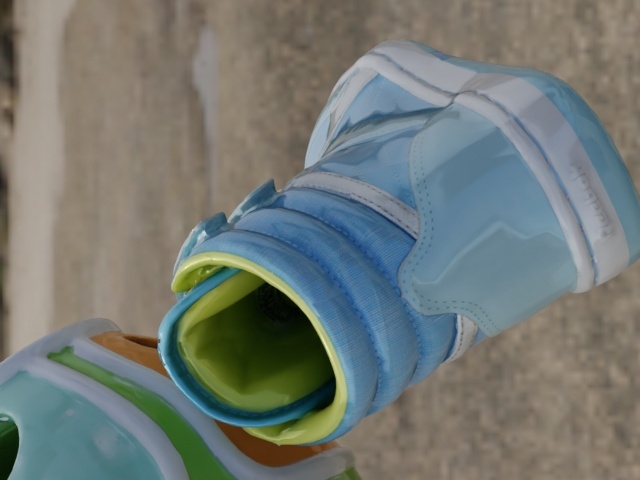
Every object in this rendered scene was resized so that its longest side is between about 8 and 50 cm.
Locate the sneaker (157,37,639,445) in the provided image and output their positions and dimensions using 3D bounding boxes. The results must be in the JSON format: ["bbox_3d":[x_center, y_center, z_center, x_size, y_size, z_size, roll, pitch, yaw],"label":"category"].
[{"bbox_3d":[0.000,0.000,0.929,0.127,0.208,0.319,61,167,-10],"label":"sneaker"}]

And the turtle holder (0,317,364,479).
[{"bbox_3d":[-0.117,0.186,0.969,0.320,0.243,0.227,-43,79,35],"label":"turtle holder"}]
